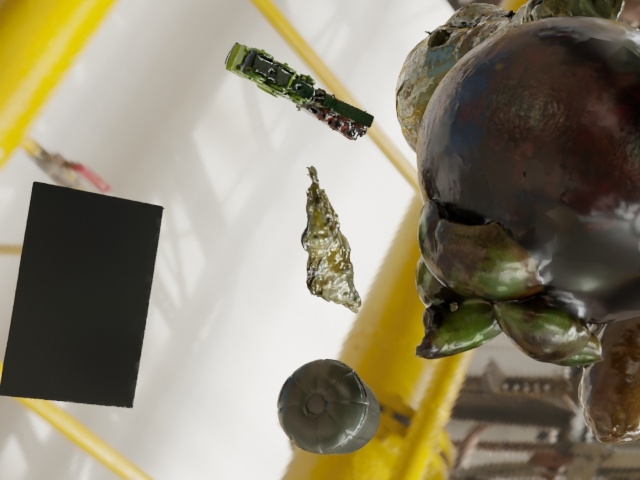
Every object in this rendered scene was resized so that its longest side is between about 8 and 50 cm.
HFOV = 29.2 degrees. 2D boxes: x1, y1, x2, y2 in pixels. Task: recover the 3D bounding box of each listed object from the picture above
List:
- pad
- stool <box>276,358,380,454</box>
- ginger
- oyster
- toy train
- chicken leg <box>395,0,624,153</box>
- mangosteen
[{"bbox_3d":[-0.272,0.066,1.424,0.006,0.170,0.245,1,-98,58],"label":"pad"},{"bbox_3d":[0.012,0.175,1.270,0.096,0.110,0.096,-5,-107,16],"label":"stool"},{"bbox_3d":[0.471,0.148,1.742,0.321,0.165,0.172,-40,-129,-11],"label":"ginger"},{"bbox_3d":[0.000,0.000,1.196,0.045,0.122,0.146,-2,-92,23],"label":"oyster"},{"bbox_3d":[-0.027,-0.218,1.841,0.085,0.250,0.053,24,-93,55],"label":"toy train"},{"bbox_3d":[0.203,-0.197,1.370,0.201,0.153,0.429,-68,-166,-17],"label":"chicken leg"},{"bbox_3d":[0.216,-0.046,1.085,0.311,0.311,0.311,-28,-144,22],"label":"mangosteen"}]
